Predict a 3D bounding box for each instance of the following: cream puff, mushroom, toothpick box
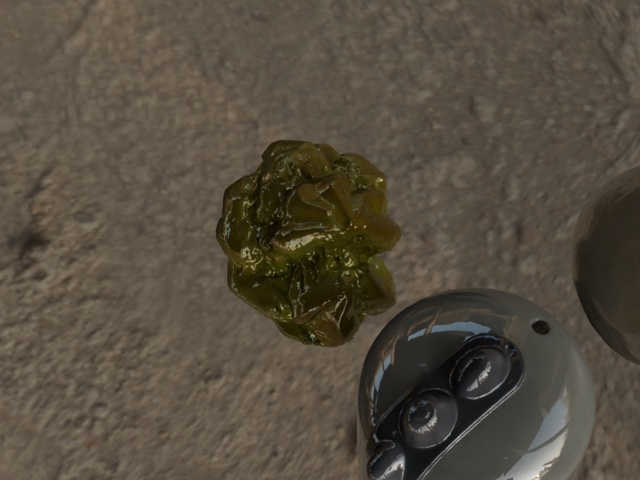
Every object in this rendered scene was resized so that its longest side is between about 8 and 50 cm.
[{"bbox_3d":[-0.005,0.001,1.235,0.194,0.194,0.221,-11,89,17],"label":"cream puff"},{"bbox_3d":[0.215,0.019,0.693,0.128,0.350,0.128,0,94,2],"label":"mushroom"},{"bbox_3d":[0.125,0.176,1.076,0.229,0.316,0.229,-2,62,3],"label":"toothpick box"}]
